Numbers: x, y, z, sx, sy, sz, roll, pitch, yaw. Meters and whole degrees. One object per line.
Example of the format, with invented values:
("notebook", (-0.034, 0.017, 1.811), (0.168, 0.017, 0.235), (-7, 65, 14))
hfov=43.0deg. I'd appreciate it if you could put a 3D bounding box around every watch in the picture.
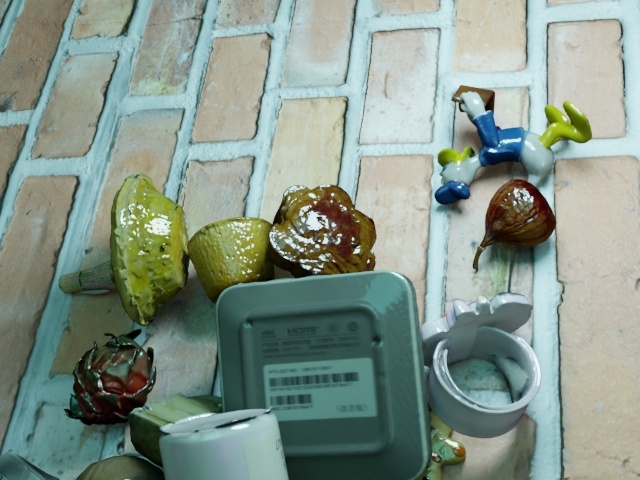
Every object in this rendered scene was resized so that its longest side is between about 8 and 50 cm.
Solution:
("watch", (0.320, 0.233, 1.534), (0.244, 0.196, 0.231), (-12, 49, -16))

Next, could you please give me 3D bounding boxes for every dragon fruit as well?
("dragon fruit", (-0.435, 0.294, 1.702), (0.182, 0.182, 0.189), (38, 116, 29))

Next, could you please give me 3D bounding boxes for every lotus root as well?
("lotus root", (-0.265, 0.378, 1.591), (0.119, 0.235, 0.138), (3, 89, 34))

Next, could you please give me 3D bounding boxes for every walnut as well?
("walnut", (-0.385, 0.525, 1.515), (0.248, 0.248, 0.248), (-6, 59, 11))

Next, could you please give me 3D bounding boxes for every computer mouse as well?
("computer mouse", (-0.623, 0.517, 1.675), (0.231, 0.071, 0.126), (24, 69, 26))

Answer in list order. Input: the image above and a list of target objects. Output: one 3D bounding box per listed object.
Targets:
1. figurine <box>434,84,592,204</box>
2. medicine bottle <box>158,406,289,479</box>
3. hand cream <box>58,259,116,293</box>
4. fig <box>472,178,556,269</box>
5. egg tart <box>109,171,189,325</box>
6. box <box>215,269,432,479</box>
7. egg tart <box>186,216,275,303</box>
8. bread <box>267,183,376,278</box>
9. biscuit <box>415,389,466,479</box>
("figurine", (0.371, -0.213, 1.788), (0.338, 0.204, 0.283), (-42, 85, 2))
("medicine bottle", (-0.149, 0.493, 1.415), (0.213, 0.213, 0.379), (-11, 85, 8))
("hand cream", (-0.521, 0.086, 1.900), (0.203, 0.084, 0.084), (-10, 58, 14))
("fig", (0.384, -0.032, 1.716), (0.201, 0.134, 0.146), (-33, 48, 4))
("egg tart", (-0.362, 0.017, 1.768), (0.132, 0.341, 0.341), (-3, 59, 1))
("box", (0.002, 0.263, 1.548), (0.395, 0.111, 0.397), (-8, 84, 16))
("egg tart", (-0.181, 0.049, 1.777), (0.202, 0.202, 0.147), (-20, 70, 2))
("bread", (0.009, -0.007, 1.742), (0.246, 0.135, 0.232), (25, 62, -12))
("biscuit", (0.207, 0.384, 1.570), (0.153, 0.030, 0.234), (8, 62, 20))
